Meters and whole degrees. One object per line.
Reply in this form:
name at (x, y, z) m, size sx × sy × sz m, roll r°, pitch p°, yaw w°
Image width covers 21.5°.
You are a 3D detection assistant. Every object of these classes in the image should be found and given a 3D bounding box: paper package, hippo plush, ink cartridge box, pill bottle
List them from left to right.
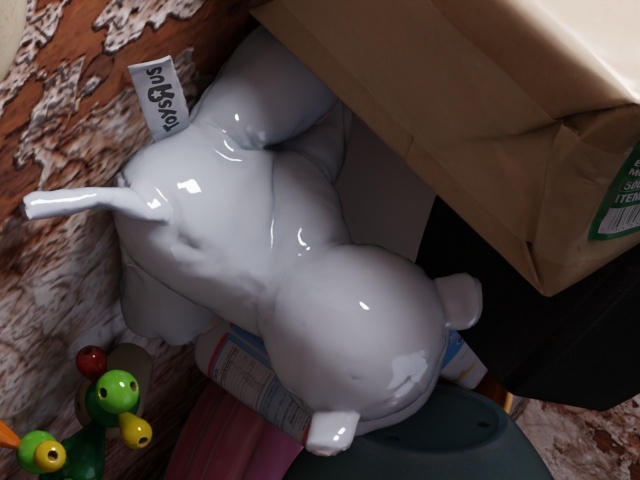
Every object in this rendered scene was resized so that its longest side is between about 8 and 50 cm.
pill bottle at (-0.039, 0.088, 1.307) m, size 0.087 × 0.160 × 0.087 m, roll -49°, pitch 163°, yaw -20°
hippo plush at (0.000, 0.000, 1.098) m, size 0.234 × 0.236 × 0.294 m, roll -52°, pitch 164°, yaw -10°
ink cartridge box at (0.086, -0.016, 1.395) m, size 0.198 × 0.197 × 0.270 m, roll -56°, pitch 164°, yaw 0°
paper package at (0.170, -0.172, 1.032) m, size 0.325 × 0.309 × 0.168 m, roll -27°, pitch 150°, yaw -32°

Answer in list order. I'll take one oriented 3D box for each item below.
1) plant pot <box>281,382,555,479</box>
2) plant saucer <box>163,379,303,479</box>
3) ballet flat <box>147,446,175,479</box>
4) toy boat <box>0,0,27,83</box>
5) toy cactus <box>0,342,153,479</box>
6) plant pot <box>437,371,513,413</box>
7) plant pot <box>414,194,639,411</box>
plant pot at (0.082, 0.231, 1.382) m, size 0.290 × 0.290 × 0.195 m, roll -31°, pitch 128°, yaw -56°
plant saucer at (-0.053, 0.213, 1.525) m, size 0.332 × 0.084 × 0.332 m, roll -52°, pitch 154°, yaw -40°
ballet flat at (-0.154, 0.252, 1.512) m, size 0.168 × 0.057 × 0.052 m, roll -45°, pitch 172°, yaw -31°
toy boat at (-0.224, -0.056, 0.541) m, size 0.318 × 0.148 × 0.267 m, roll -57°, pitch 171°, yaw -23°
toy cactus at (-0.172, 0.140, 1.186) m, size 0.180 × 0.112 × 0.219 m, roll -66°, pitch 176°, yaw -51°
plant pot at (0.106, 0.119, 1.786) m, size 0.205 × 0.205 × 0.188 m, roll -60°, pitch 179°, yaw 16°
plant pot at (0.177, 0.010, 1.156) m, size 0.187 × 0.188 × 0.167 m, roll 15°, pitch 120°, yaw -48°
